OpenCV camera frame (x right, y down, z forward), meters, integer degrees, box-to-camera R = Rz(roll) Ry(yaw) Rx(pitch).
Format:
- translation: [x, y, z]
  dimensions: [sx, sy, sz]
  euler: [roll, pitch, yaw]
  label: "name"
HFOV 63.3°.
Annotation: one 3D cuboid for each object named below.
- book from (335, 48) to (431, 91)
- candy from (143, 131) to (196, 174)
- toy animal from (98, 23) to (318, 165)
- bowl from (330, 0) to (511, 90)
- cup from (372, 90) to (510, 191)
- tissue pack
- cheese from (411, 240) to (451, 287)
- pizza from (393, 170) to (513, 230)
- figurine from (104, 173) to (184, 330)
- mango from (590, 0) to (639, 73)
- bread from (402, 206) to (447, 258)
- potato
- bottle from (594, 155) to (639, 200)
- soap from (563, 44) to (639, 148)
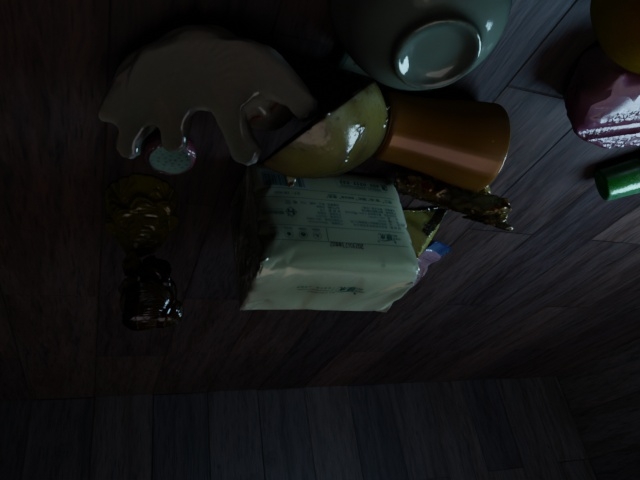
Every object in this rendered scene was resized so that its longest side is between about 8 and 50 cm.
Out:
- translation: [0.176, -0.377, 0.874]
  dimensions: [0.214, 0.025, 0.283]
  euler: [6, 147, -23]
  label: "book"
- translation: [-0.303, -0.176, 1.046]
  dimensions: [0.103, 0.043, 0.103]
  euler: [-6, 151, -3]
  label: "candy"
- translation: [-0.189, -0.239, 0.875]
  dimensions: [0.307, 0.188, 0.266]
  euler: [-39, 109, 22]
  label: "toy animal"
- translation: [0.163, -0.328, 0.787]
  dimensions: [0.288, 0.146, 0.289]
  euler: [-5, 149, -3]
  label: "bowl"
- translation: [0.230, -0.206, 1.062]
  dimensions: [0.263, 0.183, 0.226]
  euler: [9, 176, -17]
  label: "cup"
- translation: [0.000, 0.000, 1.181]
  dimensions: [0.379, 0.297, 0.207]
  euler: [5, 144, -21]
  label: "tissue pack"
- translation: [0.274, 0.087, 1.617]
  dimensions: [0.188, 0.074, 0.286]
  euler: [18, 136, -39]
  label: "cheese"
- translation: [0.293, -0.108, 1.177]
  dimensions: [0.251, 0.288, 0.074]
  euler: [10, 105, -6]
  label: "pizza"
- translation: [-0.386, 0.041, 1.111]
  dimensions: [0.167, 0.316, 0.187]
  euler: [19, 138, -40]
  label: "figurine"
- translation: [0.607, -0.389, 0.802]
  dimensions: [0.377, 0.221, 0.264]
  euler: [-11, 146, -18]
  label: "mango"
- translation: [0.273, -0.032, 1.433]
  dimensions: [0.152, 0.127, 0.147]
  euler: [-34, 157, -27]
  label: "bread"
- translation: [0.019, -0.169, 0.914]
  dimensions: [0.239, 0.299, 0.116]
  euler: [-28, 101, 19]
  label: "potato"
- translation: [0.885, -0.190, 1.320]
  dimensions: [0.329, 0.093, 0.093]
  euler: [-17, 148, 11]
  label: "bottle"
- translation: [0.652, -0.292, 1.052]
  dimensions: [0.324, 0.128, 0.220]
  euler: [-6, 148, -5]
  label: "soap"
